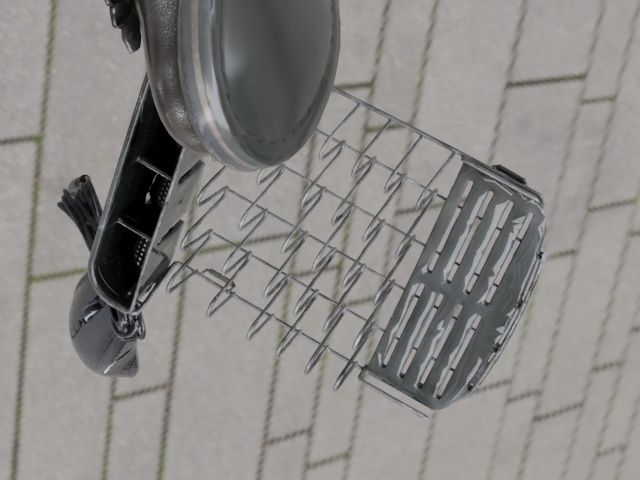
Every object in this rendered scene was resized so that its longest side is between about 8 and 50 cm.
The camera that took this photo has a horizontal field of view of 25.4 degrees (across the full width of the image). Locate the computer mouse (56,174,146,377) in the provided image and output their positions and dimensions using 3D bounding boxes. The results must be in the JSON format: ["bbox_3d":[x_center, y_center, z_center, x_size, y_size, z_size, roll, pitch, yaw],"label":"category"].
[{"bbox_3d":[-0.234,0.043,1.421,0.060,0.184,0.262,-19,168,-14],"label":"computer mouse"}]

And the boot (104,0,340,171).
[{"bbox_3d":[-0.120,-0.102,0.519,0.229,0.263,0.091,-20,144,15],"label":"boot"}]

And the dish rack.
[{"bbox_3d":[0.000,0.000,0.913,0.074,0.271,0.208,-48,163,-55],"label":"dish rack"}]
